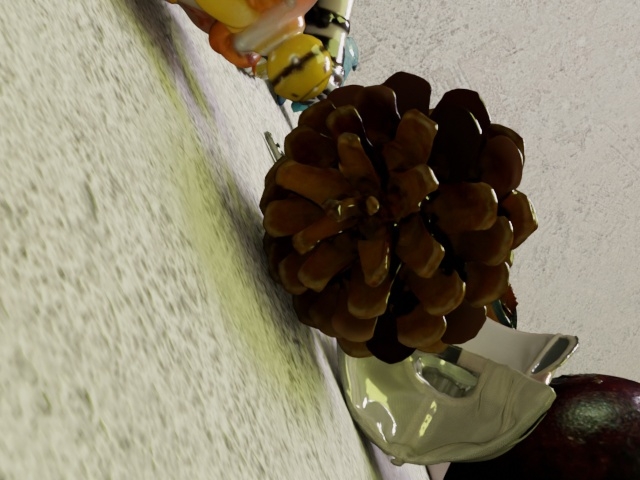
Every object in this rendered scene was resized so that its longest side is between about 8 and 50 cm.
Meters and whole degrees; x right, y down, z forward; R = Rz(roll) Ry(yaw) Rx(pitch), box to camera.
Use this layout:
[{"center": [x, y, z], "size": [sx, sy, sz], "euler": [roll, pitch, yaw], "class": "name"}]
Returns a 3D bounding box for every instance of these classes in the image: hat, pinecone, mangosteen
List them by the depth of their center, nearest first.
[{"center": [0.066, -0.020, 0.854], "size": [0.264, 0.264, 0.264], "euler": [-25, 90, -84], "class": "pinecone"}, {"center": [0.133, 0.133, 1.015], "size": [0.219, 0.164, 0.226], "euler": [25, 7, 21], "class": "hat"}, {"center": [0.273, 0.293, 1.025], "size": [0.330, 0.330, 0.330], "euler": [-25, 90, -84], "class": "mangosteen"}]

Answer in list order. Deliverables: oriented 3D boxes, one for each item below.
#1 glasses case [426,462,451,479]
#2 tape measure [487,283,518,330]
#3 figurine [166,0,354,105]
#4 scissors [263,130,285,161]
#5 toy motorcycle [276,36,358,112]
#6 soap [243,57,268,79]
[{"center": [0.199, 0.293, 1.342], "size": [0.075, 0.113, 0.297], "euler": [57, 11, -41], "class": "glasses case"}, {"center": [0.159, 0.099, 1.349], "size": [0.223, 0.202, 0.135], "euler": [51, 6, 10], "class": "tape measure"}, {"center": [-0.068, -0.274, 0.869], "size": [0.320, 0.196, 0.323], "euler": [55, 7, 14], "class": "figurine"}, {"center": [0.000, 0.000, 1.231], "size": [0.109, 0.022, 0.300], "euler": [-19, 84, -87], "class": "scissors"}, {"center": [-0.022, -0.318, 1.641], "size": [0.206, 0.154, 0.260], "euler": [61, 19, -44], "class": "toy motorcycle"}, {"center": [-0.115, -0.360, 1.353], "size": [0.274, 0.089, 0.173], "euler": [64, 7, -2], "class": "soap"}]
